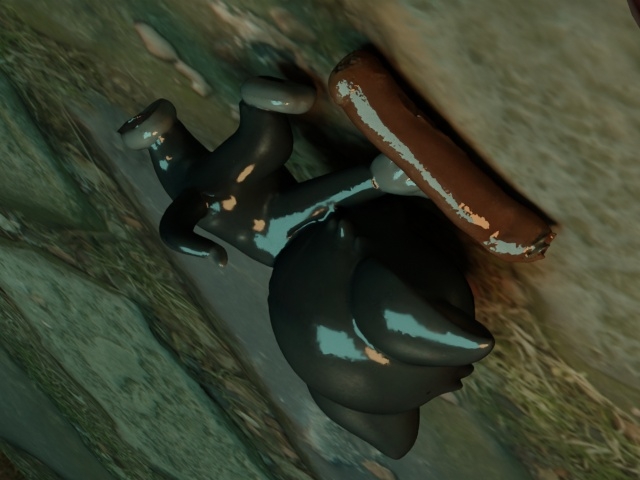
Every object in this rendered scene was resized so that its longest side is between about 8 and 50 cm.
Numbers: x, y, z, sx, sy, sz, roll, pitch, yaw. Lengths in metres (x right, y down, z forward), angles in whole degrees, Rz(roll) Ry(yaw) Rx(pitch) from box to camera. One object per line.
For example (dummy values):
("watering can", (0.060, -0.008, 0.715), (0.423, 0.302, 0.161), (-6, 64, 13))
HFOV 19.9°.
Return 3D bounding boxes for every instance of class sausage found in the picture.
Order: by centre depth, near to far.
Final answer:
("sausage", (0.066, -0.043, 1.017), (0.158, 0.036, 0.042), (43, 172, -3))

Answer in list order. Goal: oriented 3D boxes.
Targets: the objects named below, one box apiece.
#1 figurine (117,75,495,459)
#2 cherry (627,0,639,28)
("figurine", (-0.005, 0.001, 1.108), (0.265, 0.140, 0.193), (31, 145, -11))
("cherry", (0.172, -0.106, 0.444), (0.300, 0.203, 0.230), (52, 166, 18))
